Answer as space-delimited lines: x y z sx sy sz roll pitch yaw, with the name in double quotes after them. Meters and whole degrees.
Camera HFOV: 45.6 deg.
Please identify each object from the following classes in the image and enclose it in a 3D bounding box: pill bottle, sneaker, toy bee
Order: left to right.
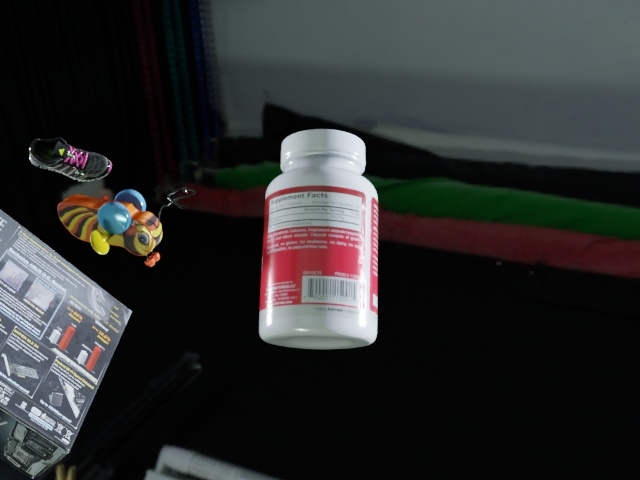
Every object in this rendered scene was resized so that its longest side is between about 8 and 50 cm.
-0.509 -0.167 1.532 0.171 0.063 0.075 14 161 0 "sneaker"
-0.413 -0.018 1.627 0.298 0.162 0.195 9 -153 34 "toy bee"
0.000 0.000 1.504 0.229 0.407 0.229 2 164 0 "pill bottle"

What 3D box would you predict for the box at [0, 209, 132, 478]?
-0.387 0.083 0.872 0.077 0.307 0.242 -37 -156 26 "box"
